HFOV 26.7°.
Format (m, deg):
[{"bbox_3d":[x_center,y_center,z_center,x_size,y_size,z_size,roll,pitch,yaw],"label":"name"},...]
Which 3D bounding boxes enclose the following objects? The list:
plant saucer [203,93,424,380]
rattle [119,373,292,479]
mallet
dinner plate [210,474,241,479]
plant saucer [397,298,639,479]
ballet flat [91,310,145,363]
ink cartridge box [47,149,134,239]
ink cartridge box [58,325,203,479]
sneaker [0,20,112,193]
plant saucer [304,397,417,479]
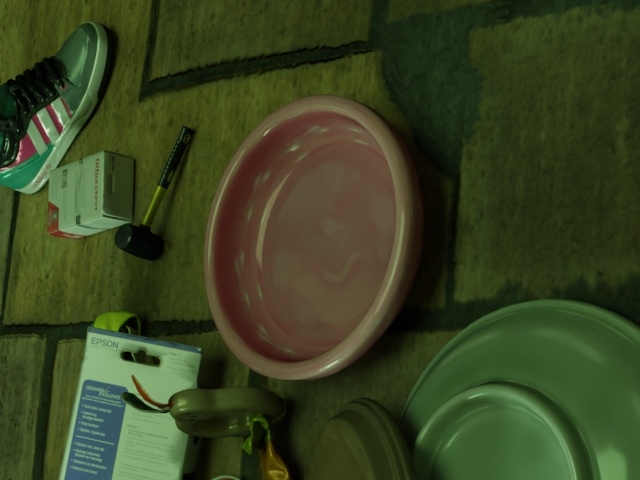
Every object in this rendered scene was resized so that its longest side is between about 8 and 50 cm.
[{"bbox_3d":[0.000,0.000,1.566,0.332,0.084,0.332,-13,71,42],"label":"plant saucer"},{"bbox_3d":[-0.133,0.235,1.555,0.130,0.200,0.142,-8,74,44],"label":"rattle"},{"bbox_3d":[-0.223,-0.067,1.819,0.039,0.062,0.189,22,95,44],"label":"mallet"},{"bbox_3d":[-0.114,0.357,1.638,0.141,0.017,0.141,-12,72,42],"label":"dinner plate"},{"bbox_3d":[0.190,0.248,1.303,0.401,0.101,0.400,-13,71,42],"label":"plant saucer"},{"bbox_3d":[-0.266,0.202,1.792,0.077,0.077,0.230,-14,68,28],"label":"ballet flat"},{"bbox_3d":[-0.328,-0.063,1.927,0.135,0.056,0.099,-14,71,43],"label":"ink cartridge box"},{"bbox_3d":[-0.241,0.284,1.702,0.166,0.065,0.332,10,88,16],"label":"ink cartridge box"},{"bbox_3d":[-0.444,-0.212,1.993,0.295,0.178,0.124,-58,47,18],"label":"sneaker"},{"bbox_3d":[0.036,0.303,1.402,0.278,0.041,0.277,180,90,-70],"label":"plant saucer"}]
